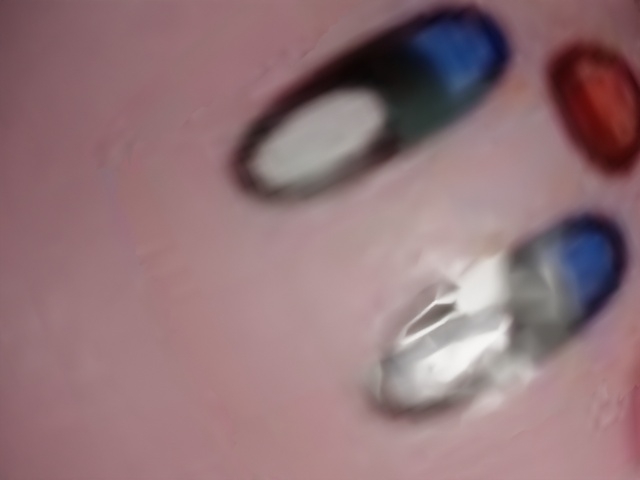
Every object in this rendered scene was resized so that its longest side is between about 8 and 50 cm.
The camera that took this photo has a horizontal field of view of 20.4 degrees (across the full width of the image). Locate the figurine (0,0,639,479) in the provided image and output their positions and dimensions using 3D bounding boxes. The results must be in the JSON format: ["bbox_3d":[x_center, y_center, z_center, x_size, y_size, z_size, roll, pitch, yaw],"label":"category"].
[{"bbox_3d":[-0.007,0.003,0.473,0.211,0.261,0.270,-30,97,-16],"label":"figurine"}]
